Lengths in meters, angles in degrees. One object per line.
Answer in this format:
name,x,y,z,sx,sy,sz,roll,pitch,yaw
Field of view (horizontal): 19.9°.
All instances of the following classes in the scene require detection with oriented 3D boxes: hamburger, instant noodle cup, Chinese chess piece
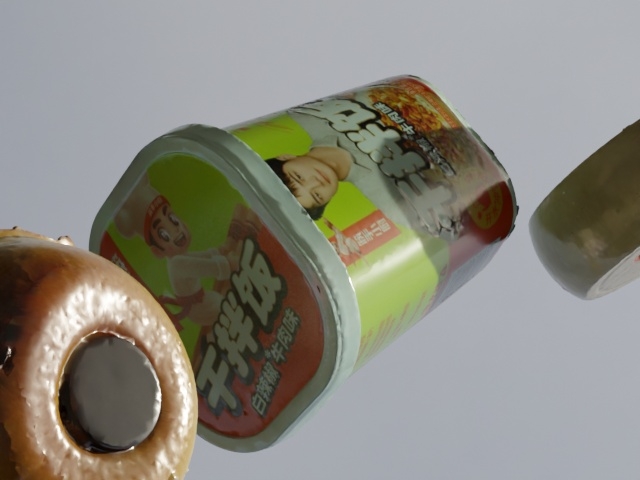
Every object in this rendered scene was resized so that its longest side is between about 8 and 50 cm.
hamburger,-0.180,0.103,1.136,0.147,0.237,0.237,-15,-145,39
instant noodle cup,0.000,0.000,1.642,0.294,0.294,0.308,5,-158,41
Chinese chess piece,0.331,-0.049,1.782,0.273,0.273,0.102,-33,-102,-8
